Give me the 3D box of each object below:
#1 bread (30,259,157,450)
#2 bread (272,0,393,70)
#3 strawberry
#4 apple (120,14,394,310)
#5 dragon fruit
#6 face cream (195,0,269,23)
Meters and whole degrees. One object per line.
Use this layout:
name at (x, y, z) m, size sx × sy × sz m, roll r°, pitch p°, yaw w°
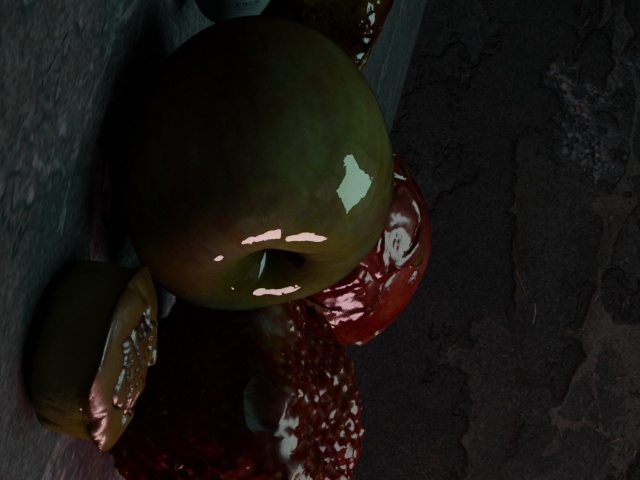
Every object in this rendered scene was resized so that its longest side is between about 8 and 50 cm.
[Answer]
bread at (-0.185, 0.089, 1.142) m, size 0.125 × 0.086 × 0.156 m, roll 76°, pitch 27°, yaw -73°
bread at (0.006, -0.279, 1.809) m, size 0.246 × 0.135 × 0.232 m, roll -62°, pitch 178°, yaw -74°
strawberry at (-0.085, 0.172, 1.406) m, size 0.351 × 0.267 × 0.312 m, roll 125°, pitch -42°, yaw -81°
apple at (-0.062, -0.071, 1.253) m, size 0.257 × 0.257 × 0.234 m, roll 88°, pitch -13°, yaw -67°
dragon fruit at (0.000, 0.000, 1.723) m, size 0.342 × 0.277 × 0.277 m, roll 73°, pitch 29°, yaw -53°
face cream at (-0.081, -0.257, 1.308) m, size 0.095 × 0.091 × 0.091 m, roll 107°, pitch 1°, yaw -55°
